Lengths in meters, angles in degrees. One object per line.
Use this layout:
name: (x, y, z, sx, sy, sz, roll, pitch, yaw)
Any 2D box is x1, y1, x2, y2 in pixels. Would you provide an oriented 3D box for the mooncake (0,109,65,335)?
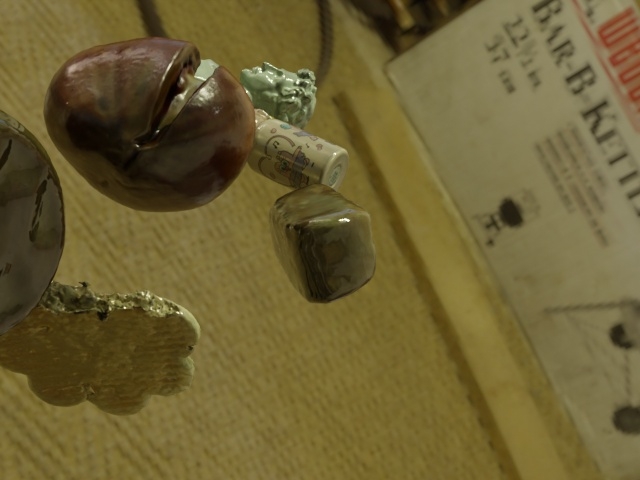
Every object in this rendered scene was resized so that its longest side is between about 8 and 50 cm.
mooncake: (-0.408, -0.023, 1.389, 0.284, 0.155, 0.285, -15, 114, -39)

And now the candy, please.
candy: (0.000, 0.000, 1.620, 0.234, 0.102, 0.104, -142, -142, -73)

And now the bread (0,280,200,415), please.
bread: (-0.272, 0.131, 1.593, 0.250, 0.182, 0.039, 8, 37, -3)

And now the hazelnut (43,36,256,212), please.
hazelnut: (-0.207, -0.135, 1.578, 0.251, 0.217, 0.217, 22, 37, 3)

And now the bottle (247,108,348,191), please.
bottle: (-0.061, -0.149, 2.172, 0.209, 0.097, 0.110, 27, 59, 20)

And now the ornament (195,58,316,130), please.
ornament: (-0.144, -0.241, 2.280, 0.285, 0.130, 0.120, 1, 43, -19)
